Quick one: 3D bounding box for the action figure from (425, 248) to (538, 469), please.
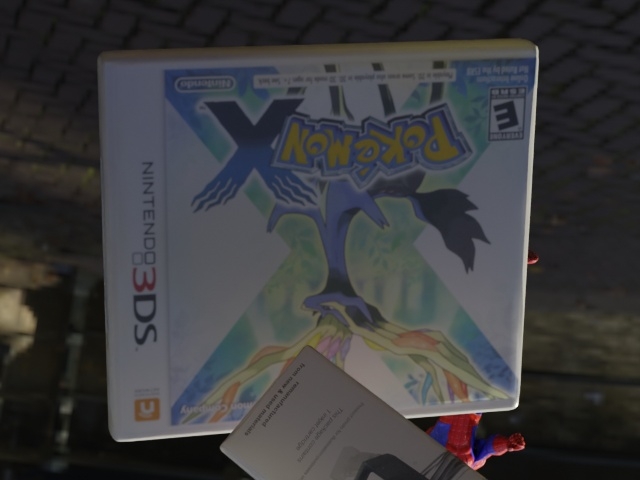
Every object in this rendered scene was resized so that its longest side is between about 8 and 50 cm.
[{"bbox_3d":[0.147,0.151,1.489,0.092,0.280,0.139,7,-162,-15],"label":"action figure"}]

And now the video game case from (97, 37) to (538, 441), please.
[{"bbox_3d":[0.000,0.000,1.197,0.329,0.299,0.036,-3,-162,-13],"label":"video game case"}]

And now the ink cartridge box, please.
[{"bbox_3d":[0.060,0.178,1.005,0.218,0.092,0.158,37,173,21],"label":"ink cartridge box"}]
